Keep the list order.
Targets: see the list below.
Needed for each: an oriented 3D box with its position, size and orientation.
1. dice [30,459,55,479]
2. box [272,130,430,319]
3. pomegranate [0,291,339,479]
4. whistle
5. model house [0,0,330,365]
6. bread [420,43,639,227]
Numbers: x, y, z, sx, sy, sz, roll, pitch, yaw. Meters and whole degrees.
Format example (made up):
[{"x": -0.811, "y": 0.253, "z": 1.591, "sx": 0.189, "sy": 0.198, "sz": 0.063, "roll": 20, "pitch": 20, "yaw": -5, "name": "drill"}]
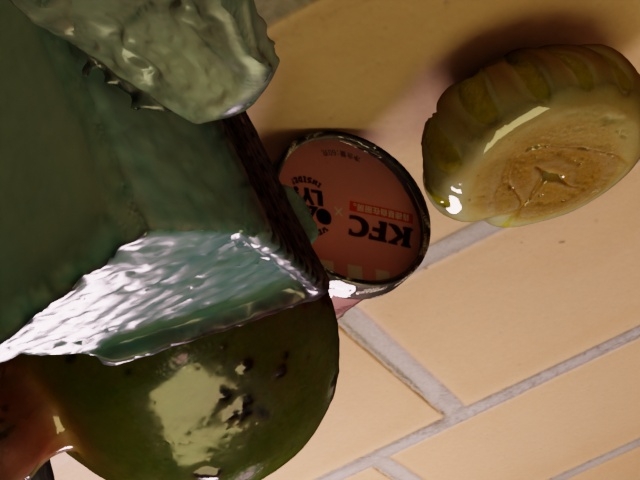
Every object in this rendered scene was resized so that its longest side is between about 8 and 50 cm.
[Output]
[{"x": -0.347, "y": 0.190, "z": 1.245, "sx": 0.183, "sy": 0.181, "sz": 0.182, "roll": -14, "pitch": 149, "yaw": -12, "name": "dice"}, {"x": 0.000, "y": 0.000, "z": 1.196, "sx": 0.151, "sy": 0.151, "sz": 0.135, "roll": -3, "pitch": 155, "yaw": -30, "name": "box"}, {"x": -0.138, "y": 0.093, "z": 1.037, "sx": 0.291, "sy": 0.323, "sz": 0.291, "roll": 24, "pitch": 157, "yaw": 11, "name": "pomegranate"}, {"x": -0.153, "y": -0.193, "z": 0.654, "sx": 0.189, "sy": 0.189, "sz": 0.348, "roll": -36, "pitch": 116, "yaw": 25, "name": "whistle"}, {"x": -0.138, "y": -0.066, "z": 0.869, "sx": 0.230, "sy": 0.280, "sz": 0.249, "roll": -34, "pitch": 162, "yaw": 31, "name": "model house"}, {"x": 0.186, "y": -0.098, "z": 1.185, "sx": 0.213, "sy": 0.104, "sz": 0.213, "roll": -14, "pitch": 148, "yaw": -9, "name": "bread"}]
